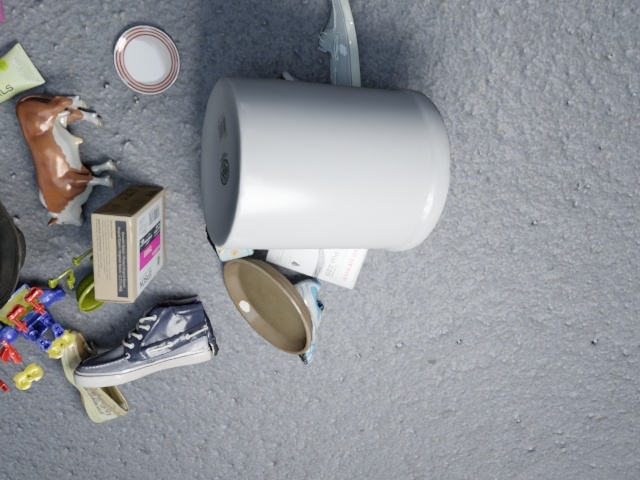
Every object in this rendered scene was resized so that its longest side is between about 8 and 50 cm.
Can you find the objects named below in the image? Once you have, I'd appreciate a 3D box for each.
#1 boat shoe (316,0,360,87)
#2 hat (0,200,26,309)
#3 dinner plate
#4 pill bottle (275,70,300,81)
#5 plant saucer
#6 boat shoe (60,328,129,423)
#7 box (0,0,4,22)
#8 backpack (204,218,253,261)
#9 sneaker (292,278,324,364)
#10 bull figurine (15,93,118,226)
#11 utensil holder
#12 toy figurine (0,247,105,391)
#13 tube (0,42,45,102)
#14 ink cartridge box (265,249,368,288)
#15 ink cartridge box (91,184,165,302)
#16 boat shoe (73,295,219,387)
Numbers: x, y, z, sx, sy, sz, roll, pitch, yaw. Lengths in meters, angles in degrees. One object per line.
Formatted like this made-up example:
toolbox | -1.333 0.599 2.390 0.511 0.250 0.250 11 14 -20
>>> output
boat shoe | 0.033 -0.405 1.192 0.081 0.079 0.228 -10 112 0
hat | -0.770 0.004 1.315 0.331 0.134 0.332 3 99 19
dinner plate | -0.373 -0.388 1.240 0.141 0.017 0.141 1 110 2
pill bottle | -0.101 -0.264 1.233 0.103 0.103 0.184 43 105 -13
plant saucer | -0.118 0.146 1.334 0.277 0.041 0.278 31 144 26
boat shoe | -0.578 0.341 1.470 0.089 0.105 0.286 -12 119 1
box | -0.790 -0.549 1.139 0.242 0.117 0.214 3 110 1
backpack | -0.185 -0.046 1.268 0.144 0.188 0.166 -7 109 4
sneaker | -0.028 0.204 1.416 0.086 0.085 0.237 -13 119 -23
bull figurine | -0.563 -0.175 1.279 0.188 0.101 0.311 -13 111 2
utensil holder | -0.007 -0.135 1.091 0.385 0.327 0.328 -2 112 -24
toy figurine | -0.678 0.142 1.345 0.217 0.363 0.191 24 151 31
tube | -0.726 -0.328 1.251 0.240 0.062 0.070 -28 147 6
ink cartridge box | 0.000 0.000 1.333 0.217 0.092 0.159 18 109 -7
ink cartridge box | -0.415 0.000 1.265 0.088 0.235 0.194 4 110 1
boat shoe | -0.425 0.234 1.385 0.340 0.127 0.158 -12 105 -21
